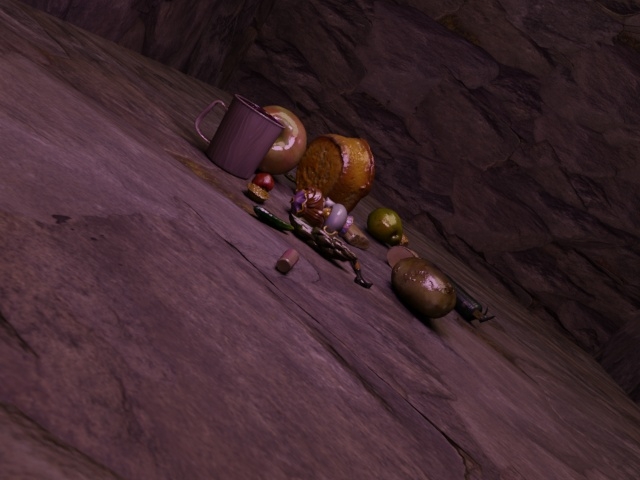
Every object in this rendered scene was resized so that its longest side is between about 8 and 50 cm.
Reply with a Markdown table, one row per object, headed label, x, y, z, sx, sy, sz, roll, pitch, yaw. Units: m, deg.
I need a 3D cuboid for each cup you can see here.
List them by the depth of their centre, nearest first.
| label | x | y | z | sx | sy | sz | roll | pitch | yaw |
| --- | --- | --- | --- | --- | --- | --- | --- | --- | --- |
| cup | -0.322 | -0.416 | 1.616 | 0.289 | 0.273 | 0.208 | 20 | 22 | -43 |

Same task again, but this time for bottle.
| label | x | y | z | sx | sy | sz | roll | pitch | yaw |
| --- | --- | --- | --- | --- | --- | --- | --- | --- | --- |
| bottle | -0.088 | 0.055 | 1.123 | 0.045 | 0.045 | 0.096 | 35 | 16 | -1 |

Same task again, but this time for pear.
| label | x | y | z | sx | sy | sz | roll | pitch | yaw |
| --- | --- | --- | --- | --- | --- | --- | --- | --- | --- |
| pear | 0.348 | -0.071 | 2.200 | 0.188 | 0.187 | 0.219 | 22 | 33 | -41 |

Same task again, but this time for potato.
| label | x | y | z | sx | sy | sz | roll | pitch | yaw |
| --- | --- | --- | --- | --- | --- | --- | --- | --- | --- |
| potato | 0.382 | 0.169 | 1.537 | 0.210 | 0.173 | 0.307 | 30 | 13 | -27 |

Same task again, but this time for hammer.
| label | x | y | z | sx | sy | sz | roll | pitch | yaw |
| --- | --- | --- | --- | --- | --- | --- | --- | --- | --- |
| hammer | 0.138 | 0.105 | 1.478 | 0.078 | 0.021 | 0.201 | 30 | 20 | -21 |

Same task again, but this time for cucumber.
| label | x | y | z | sx | sy | sz | roll | pitch | yaw |
| --- | --- | --- | --- | --- | --- | --- | --- | --- | --- |
| cucumber | -0.161 | -0.069 | 1.356 | 0.168 | 0.039 | 0.039 | 31 | 16 | -24 |

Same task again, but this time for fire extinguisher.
| label | x | y | z | sx | sy | sz | roll | pitch | yaw |
| --- | --- | --- | --- | --- | --- | --- | --- | --- | --- |
| fire extinguisher | 0.656 | 0.276 | 1.913 | 0.095 | 0.114 | 0.311 | 25 | 19 | -47 |

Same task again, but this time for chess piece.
| label | x | y | z | sx | sy | sz | roll | pitch | yaw |
| --- | --- | --- | --- | --- | --- | --- | --- | --- | --- |
| chess piece | 0.415 | 0.089 | 1.990 | 0.139 | 0.123 | 0.307 | 6 | 1 | 20 |

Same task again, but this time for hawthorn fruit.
| label | x | y | z | sx | sy | sz | roll | pitch | yaw |
| --- | --- | --- | --- | --- | --- | --- | --- | --- | --- |
| hawthorn fruit | -0.222 | -0.215 | 1.597 | 0.093 | 0.093 | 0.093 | 32 | 15 | -10 |

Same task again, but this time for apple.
| label | x | y | z | sx | sy | sz | roll | pitch | yaw |
| --- | --- | --- | --- | --- | --- | --- | --- | --- | --- |
| apple | -0.223 | -0.451 | 1.896 | 0.319 | 0.318 | 0.277 | 32 | -19 | -11 |

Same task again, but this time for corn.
| label | x | y | z | sx | sy | sz | roll | pitch | yaw |
| --- | --- | --- | --- | --- | --- | --- | --- | --- | --- |
| corn | 0.408 | -0.051 | 2.403 | 0.106 | 0.106 | 0.305 | 24 | 22 | -37 |

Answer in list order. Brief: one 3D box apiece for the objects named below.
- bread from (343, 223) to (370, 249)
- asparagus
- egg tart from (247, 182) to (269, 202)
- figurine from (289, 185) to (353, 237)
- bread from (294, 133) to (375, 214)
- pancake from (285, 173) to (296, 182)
| label | x | y | z | sx | sy | sz | roll | pitch | yaw |
| --- | --- | --- | --- | --- | --- | --- | --- | --- | --- |
| bread | 0.133 | -0.040 | 1.850 | 0.140 | 0.060 | 0.178 | 21 | 21 | -43 |
| asparagus | 0.000 | 0.000 | 1.427 | 0.288 | 0.080 | 0.080 | 28 | 14 | 6 |
| egg tart | -0.231 | -0.170 | 1.508 | 0.105 | 0.039 | 0.105 | 32 | 16 | -10 |
| figurine | -0.003 | -0.116 | 1.649 | 0.264 | 0.142 | 0.189 | 30 | 39 | -18 |
| bread | 0.066 | -0.312 | 1.910 | 0.216 | 0.397 | 0.398 | 7 | 30 | -41 |
| pancake | -0.149 | -0.334 | 2.221 | 0.108 | 0.017 | 0.108 | 35 | 15 | -11 |
